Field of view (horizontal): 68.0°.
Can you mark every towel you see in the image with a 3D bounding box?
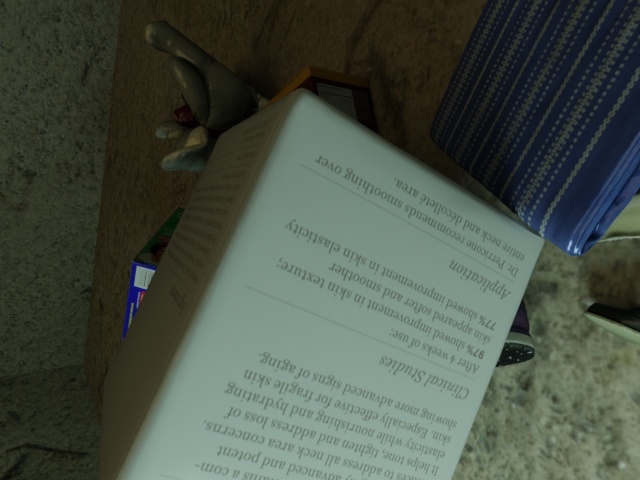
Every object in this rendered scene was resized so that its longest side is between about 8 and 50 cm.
[{"bbox_3d":[0.241,-0.164,0.514,0.336,0.040,0.243,-111,38,-56],"label":"towel"}]

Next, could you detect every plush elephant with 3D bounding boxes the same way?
[{"bbox_3d":[-0.269,-0.274,1.092,0.330,0.272,0.255,40,98,18],"label":"plush elephant"}]

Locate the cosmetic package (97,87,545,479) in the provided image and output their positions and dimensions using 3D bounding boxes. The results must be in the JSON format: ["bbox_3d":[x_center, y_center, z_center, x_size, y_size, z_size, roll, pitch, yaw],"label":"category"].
[{"bbox_3d":[-0.025,0.096,0.576,0.393,0.329,0.327,-66,24,-5],"label":"cosmetic package"}]

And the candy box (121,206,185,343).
[{"bbox_3d":[-0.409,0.097,1.293,0.317,0.122,0.268,-84,12,-61],"label":"candy box"}]

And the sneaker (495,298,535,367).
[{"bbox_3d":[0.171,0.124,0.677,0.283,0.107,0.124,-33,45,49],"label":"sneaker"}]

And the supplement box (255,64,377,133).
[{"bbox_3d":[-0.007,-0.171,0.855,0.191,0.129,0.194,-22,74,52],"label":"supplement box"}]

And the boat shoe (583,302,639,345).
[{"bbox_3d":[0.335,0.087,0.477,0.133,0.049,0.042,19,79,59],"label":"boat shoe"}]

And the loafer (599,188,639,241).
[{"bbox_3d":[0.351,-0.027,0.400,0.268,0.102,0.092,-15,100,59],"label":"loafer"}]
